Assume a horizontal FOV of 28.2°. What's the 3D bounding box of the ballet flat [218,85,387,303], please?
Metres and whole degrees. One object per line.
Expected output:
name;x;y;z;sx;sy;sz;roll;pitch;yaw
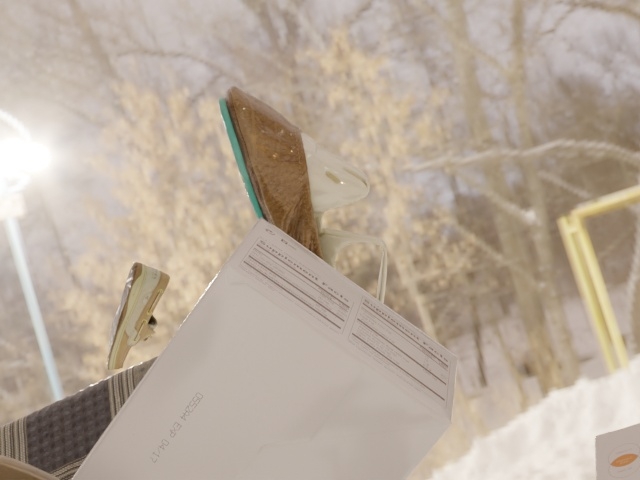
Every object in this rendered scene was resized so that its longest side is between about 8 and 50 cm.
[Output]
ballet flat;0.000;0.000;1.265;0.124;0.342;0.116;-14;13;4

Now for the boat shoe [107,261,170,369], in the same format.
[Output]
boat shoe;-0.197;0.087;1.369;0.045;0.135;0.050;14;32;-16

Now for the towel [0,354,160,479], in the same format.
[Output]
towel;-0.303;0.324;1.592;0.312;0.324;0.056;-25;-48;9

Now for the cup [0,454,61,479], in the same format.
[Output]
cup;-0.289;0.363;0.978;0.237;0.331;0.331;-47;-16;23

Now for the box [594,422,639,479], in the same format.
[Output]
box;0.309;0.229;1.070;0.130;0.091;0.170;-23;23;23

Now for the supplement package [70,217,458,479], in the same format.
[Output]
supplement package;-0.049;0.155;1.005;0.262;0.204;0.145;-54;3;17
